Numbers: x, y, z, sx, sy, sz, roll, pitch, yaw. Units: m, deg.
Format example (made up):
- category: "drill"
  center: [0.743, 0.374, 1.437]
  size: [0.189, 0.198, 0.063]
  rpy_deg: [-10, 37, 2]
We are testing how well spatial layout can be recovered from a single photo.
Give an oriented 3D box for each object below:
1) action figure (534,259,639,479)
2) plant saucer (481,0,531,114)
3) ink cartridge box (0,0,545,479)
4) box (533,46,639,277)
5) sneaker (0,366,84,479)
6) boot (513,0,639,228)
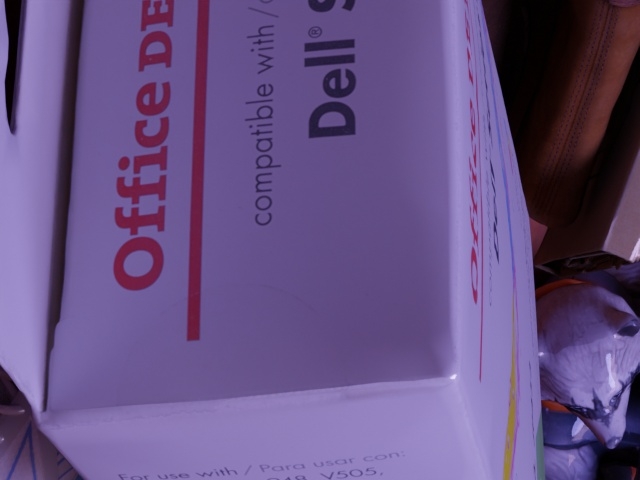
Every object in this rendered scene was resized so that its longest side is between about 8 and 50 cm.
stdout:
- category: "action figure"
  center: [0.166, 0.151, 1.137]
  size: [0.330, 0.178, 0.341]
  rpy_deg: [72, 29, -53]
- category: "plant saucer"
  center: [0.046, -0.061, 0.839]
  size: [0.168, 0.029, 0.168]
  rpy_deg: [-41, 149, -31]
- category: "ink cartridge box"
  center: [0.000, 0.000, 0.609]
  size: [0.353, 0.119, 0.207]
  rpy_deg: [66, 21, -61]
- category: "box"
  center: [0.160, -0.080, 0.915]
  size: [0.164, 0.021, 0.201]
  rpy_deg: [140, -29, -84]
- category: "sneaker"
  center: [-0.115, 0.073, 0.649]
  size: [0.083, 0.071, 0.190]
  rpy_deg: [-19, 135, -46]
- category: "boot"
  center: [0.164, -0.176, 0.842]
  size: [0.280, 0.096, 0.264]
  rpy_deg: [93, 13, -58]
